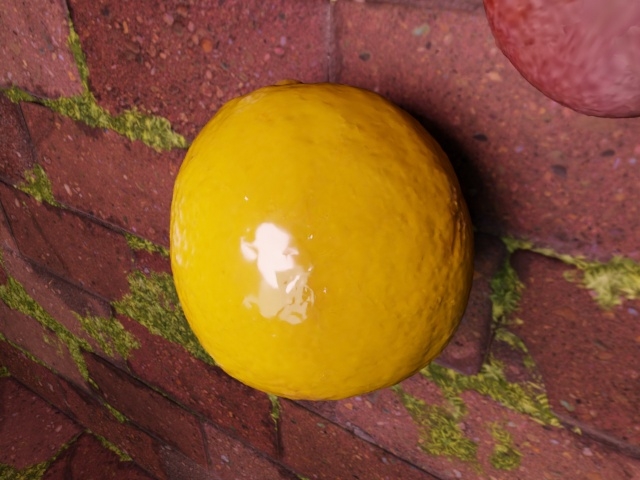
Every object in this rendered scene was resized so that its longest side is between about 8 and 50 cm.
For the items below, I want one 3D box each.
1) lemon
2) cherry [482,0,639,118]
[{"bbox_3d":[0.000,0.000,0.572,0.348,0.348,0.348,20,128,27],"label":"lemon"},{"bbox_3d":[0.224,-0.218,0.330,0.261,0.221,0.307,-28,88,38],"label":"cherry"}]
